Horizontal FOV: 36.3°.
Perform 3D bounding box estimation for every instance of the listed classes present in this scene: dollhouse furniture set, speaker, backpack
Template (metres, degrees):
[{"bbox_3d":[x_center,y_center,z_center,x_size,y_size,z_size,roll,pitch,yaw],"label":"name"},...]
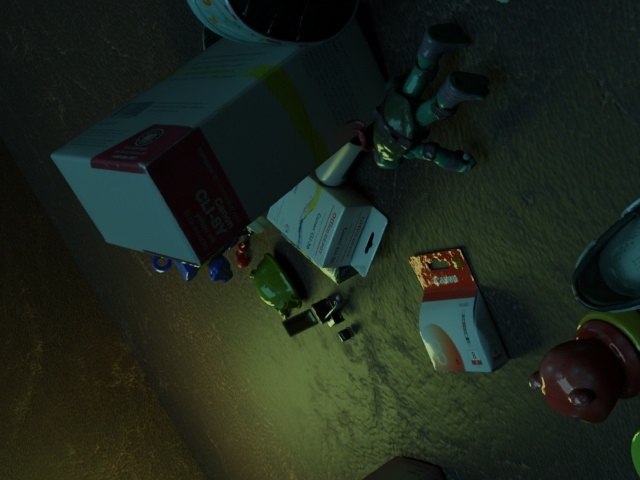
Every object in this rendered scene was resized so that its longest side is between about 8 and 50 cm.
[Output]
[{"bbox_3d":[0.001,0.146,1.730,0.091,0.114,0.081,59,149,13],"label":"dollhouse furniture set"},{"bbox_3d":[0.035,-0.134,1.470,0.055,0.055,0.136,57,153,12],"label":"speaker"},{"bbox_3d":[-0.058,-0.360,1.178,0.191,0.225,0.254,7,97,53],"label":"backpack"}]

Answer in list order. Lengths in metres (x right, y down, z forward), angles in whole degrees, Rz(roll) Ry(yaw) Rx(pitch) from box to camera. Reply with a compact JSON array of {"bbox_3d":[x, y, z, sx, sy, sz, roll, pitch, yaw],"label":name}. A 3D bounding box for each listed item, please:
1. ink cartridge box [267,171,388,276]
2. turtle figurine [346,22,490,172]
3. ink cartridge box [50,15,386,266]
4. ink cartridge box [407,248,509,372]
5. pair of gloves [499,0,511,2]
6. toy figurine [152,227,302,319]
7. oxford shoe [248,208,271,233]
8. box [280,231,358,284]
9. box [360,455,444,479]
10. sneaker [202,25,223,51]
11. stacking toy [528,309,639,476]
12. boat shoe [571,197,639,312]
[{"bbox_3d":[0.009,-0.036,1.554,0.198,0.067,0.115,40,122,38],"label":"ink cartridge box"},{"bbox_3d":[0.125,-0.152,1.235,0.175,0.118,0.234,54,147,17],"label":"turtle figurine"},{"bbox_3d":[-0.130,-0.154,1.347,0.279,0.384,0.160,10,135,52],"label":"ink cartridge box"},{"bbox_3d":[0.188,0.107,1.431,0.145,0.045,0.179,-13,105,63],"label":"ink cartridge box"},{"bbox_3d":[0.141,-0.391,1.056,0.240,0.042,0.204,47,149,28],"label":"pair of gloves"},{"bbox_3d":[-0.222,0.036,1.913,0.363,0.217,0.191,58,153,12],"label":"toy figurine"},{"bbox_3d":[-0.199,-0.169,1.790,0.449,0.130,0.169,41,-176,43],"label":"oxford shoe"},{"bbox_3d":[0.000,0.000,1.654,0.169,0.059,0.054,40,146,38],"label":"box"},{"bbox_3d":[0.109,0.502,1.725,0.148,0.232,0.127,-6,110,62],"label":"box"},{"bbox_3d":[-0.144,-0.233,1.621,0.122,0.110,0.283,-152,63,-80],"label":"sneaker"},{"bbox_3d":[0.390,0.221,1.072,0.309,0.130,0.280,-2,112,62],"label":"stacking toy"},{"bbox_3d":[0.358,-0.002,0.965,0.114,0.091,0.302,55,153,15],"label":"boat shoe"}]
